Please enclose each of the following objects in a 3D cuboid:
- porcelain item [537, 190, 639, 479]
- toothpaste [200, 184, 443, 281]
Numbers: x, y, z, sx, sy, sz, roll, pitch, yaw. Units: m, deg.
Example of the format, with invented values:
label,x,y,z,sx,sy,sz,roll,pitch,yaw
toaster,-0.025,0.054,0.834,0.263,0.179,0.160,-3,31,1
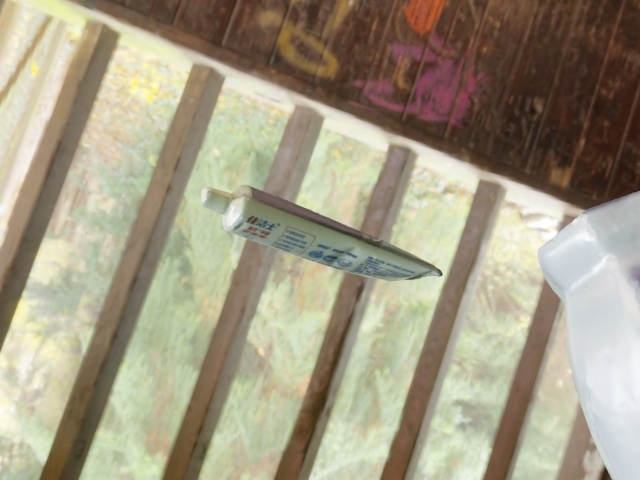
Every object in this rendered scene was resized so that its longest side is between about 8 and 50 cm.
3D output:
label,x,y,z,sx,sy,sz,roll,pitch,yaw
porcelain item,0.361,0.151,0.742,0.243,0.405,0.178,-19,160,-11
toothpaste,0.001,-0.001,0.841,0.268,0.047,0.069,21,131,-29
